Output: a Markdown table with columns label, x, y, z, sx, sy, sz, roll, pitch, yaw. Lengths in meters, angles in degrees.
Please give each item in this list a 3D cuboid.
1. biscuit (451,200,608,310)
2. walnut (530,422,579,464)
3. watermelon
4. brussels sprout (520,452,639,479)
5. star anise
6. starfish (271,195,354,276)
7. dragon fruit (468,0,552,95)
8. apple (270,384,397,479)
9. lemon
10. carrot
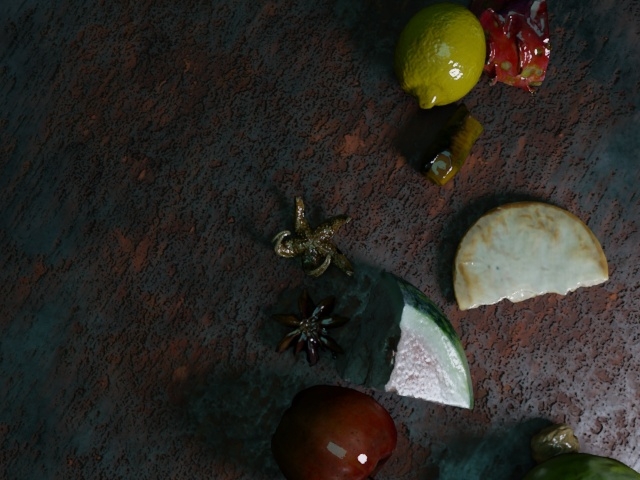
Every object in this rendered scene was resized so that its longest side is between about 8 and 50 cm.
| label | x | y | z | sx | sy | sz | roll | pitch | yaw |
| --- | --- | --- | --- | --- | --- | --- | --- | --- | --- |
| biscuit | 0.408 | 0.023 | 1.715 | 0.309 | 0.040 | 0.204 | -11 | 80 | 2 |
| walnut | 0.448 | 0.394 | 1.631 | 0.096 | 0.082 | 0.078 | -28 | 106 | -7 |
| watermelon | 0.171 | 0.216 | 1.666 | 0.232 | 0.193 | 0.310 | -24 | 93 | -19 |
| brussels sprout | 0.486 | 0.532 | 1.522 | 0.344 | 0.268 | 0.344 | 6 | 126 | 8 |
| star anise | -0.022 | 0.175 | 1.715 | 0.168 | 0.057 | 0.167 | 0 | 81 | 3 |
| starfish | 0.001 | 0.001 | 1.733 | 0.190 | 0.074 | 0.146 | 34 | 86 | 9 |
| dragon fruit | 0.378 | -0.438 | 1.750 | 0.161 | 0.126 | 0.273 | -6 | 80 | 3 |
| apple | 0.022 | 0.386 | 1.598 | 0.234 | 0.234 | 0.233 | -1 | 81 | 4 |
| lemon | 0.241 | -0.377 | 1.720 | 0.187 | 0.187 | 0.244 | 19 | 77 | 7 |
| carrot | 0.271 | -0.194 | 1.741 | 0.082 | 0.082 | 0.173 | 34 | 85 | 9 |
